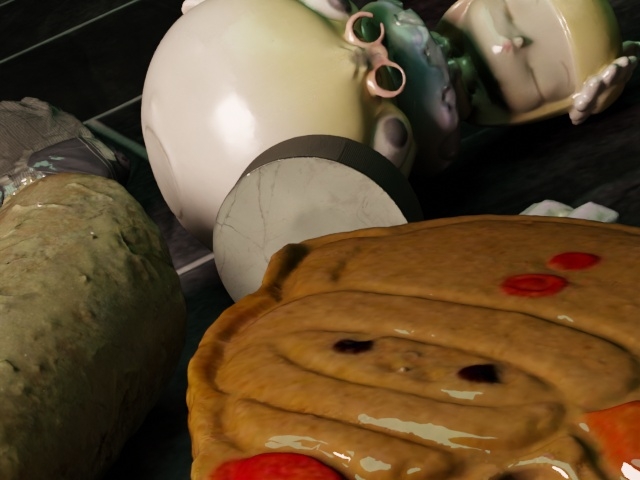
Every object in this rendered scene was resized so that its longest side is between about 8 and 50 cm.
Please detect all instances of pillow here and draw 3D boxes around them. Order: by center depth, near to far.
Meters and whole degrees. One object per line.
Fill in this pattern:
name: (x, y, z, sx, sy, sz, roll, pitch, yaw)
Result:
pillow: (-0.265, -0.048, 1.674, 0.161, 0.092, 0.335, -33, 25, -17)

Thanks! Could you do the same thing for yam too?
yam: (-0.190, 0.086, 1.195, 0.168, 0.168, 0.304, -10, 23, 24)

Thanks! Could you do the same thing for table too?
table: (0.000, 0.000, 1.271, 0.133, 0.133, 0.043, -12, 22, 19)

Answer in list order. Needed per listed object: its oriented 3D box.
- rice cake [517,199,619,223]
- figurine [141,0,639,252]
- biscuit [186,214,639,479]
rice cake: (0.103, 0.042, 1.209, 0.085, 0.040, 0.226, 1, 30, 43)
figurine: (0.057, -0.107, 1.466, 0.394, 0.227, 0.274, -21, -8, -18)
biscuit: (0.088, 0.073, 1.002, 0.359, 0.074, 0.381, 11, 23, 34)
